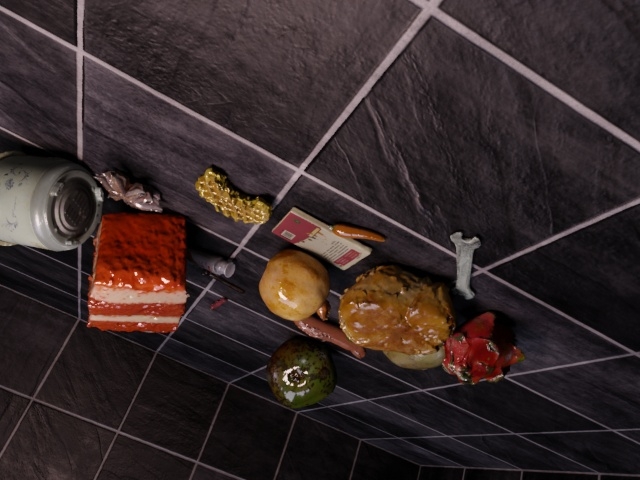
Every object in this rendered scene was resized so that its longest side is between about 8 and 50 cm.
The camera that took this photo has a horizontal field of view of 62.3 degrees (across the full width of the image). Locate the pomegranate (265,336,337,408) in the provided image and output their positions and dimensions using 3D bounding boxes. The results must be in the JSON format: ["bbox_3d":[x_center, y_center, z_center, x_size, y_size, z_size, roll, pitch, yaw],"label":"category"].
[{"bbox_3d":[-0.067,0.522,2.138,0.284,0.285,0.340,14,178,11],"label":"pomegranate"}]

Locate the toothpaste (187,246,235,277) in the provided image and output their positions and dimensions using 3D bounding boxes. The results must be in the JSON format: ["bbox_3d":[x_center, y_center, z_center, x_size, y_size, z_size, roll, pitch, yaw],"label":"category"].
[{"bbox_3d":[-0.382,0.060,1.710,0.234,0.057,0.089,18,151,27],"label":"toothpaste"}]

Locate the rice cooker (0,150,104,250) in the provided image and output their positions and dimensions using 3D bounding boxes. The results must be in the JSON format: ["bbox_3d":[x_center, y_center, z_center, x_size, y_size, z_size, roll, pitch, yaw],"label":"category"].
[{"bbox_3d":[-0.781,-0.106,1.456,0.316,0.265,0.316,7,-175,-1],"label":"rice cooker"}]

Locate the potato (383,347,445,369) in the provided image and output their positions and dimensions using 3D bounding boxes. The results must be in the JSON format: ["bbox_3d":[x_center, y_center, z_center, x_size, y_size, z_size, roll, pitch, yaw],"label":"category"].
[{"bbox_3d":[0.288,0.311,1.601,0.251,0.159,0.174,-30,98,42],"label":"potato"}]

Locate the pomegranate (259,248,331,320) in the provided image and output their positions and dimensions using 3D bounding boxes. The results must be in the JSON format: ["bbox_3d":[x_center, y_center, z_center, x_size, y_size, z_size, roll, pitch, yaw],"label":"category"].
[{"bbox_3d":[-0.068,0.118,1.454,0.207,0.207,0.207,16,152,9],"label":"pomegranate"}]

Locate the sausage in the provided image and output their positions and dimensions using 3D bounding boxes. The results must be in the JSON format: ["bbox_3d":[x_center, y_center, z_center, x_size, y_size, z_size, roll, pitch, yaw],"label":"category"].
[{"bbox_3d":[0.038,0.331,1.878,0.304,0.078,0.078,27,151,-11],"label":"sausage"}]

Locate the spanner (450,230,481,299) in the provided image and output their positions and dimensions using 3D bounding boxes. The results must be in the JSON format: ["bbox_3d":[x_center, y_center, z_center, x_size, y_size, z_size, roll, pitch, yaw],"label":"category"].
[{"bbox_3d":[0.343,0.065,1.269,0.071,0.018,0.302,11,150,18],"label":"spanner"}]

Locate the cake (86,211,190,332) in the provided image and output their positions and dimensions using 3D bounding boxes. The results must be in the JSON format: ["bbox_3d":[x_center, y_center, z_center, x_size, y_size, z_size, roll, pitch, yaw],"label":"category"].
[{"bbox_3d":[-0.526,0.089,1.543,0.269,0.270,0.320,5,146,-21],"label":"cake"}]

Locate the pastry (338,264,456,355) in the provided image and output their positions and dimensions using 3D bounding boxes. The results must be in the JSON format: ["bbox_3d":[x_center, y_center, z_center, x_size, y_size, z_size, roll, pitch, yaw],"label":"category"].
[{"bbox_3d":[0.202,0.180,1.407,0.310,0.162,0.255,14,129,-3],"label":"pastry"}]

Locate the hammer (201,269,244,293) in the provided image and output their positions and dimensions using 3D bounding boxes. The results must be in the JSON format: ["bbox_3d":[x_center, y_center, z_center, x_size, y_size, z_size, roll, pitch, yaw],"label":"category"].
[{"bbox_3d":[-0.334,0.147,1.857,0.178,0.021,0.065,36,148,-27],"label":"hammer"}]

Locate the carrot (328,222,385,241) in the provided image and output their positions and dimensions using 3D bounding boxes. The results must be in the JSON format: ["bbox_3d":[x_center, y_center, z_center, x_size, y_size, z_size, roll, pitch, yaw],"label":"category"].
[{"bbox_3d":[0.088,-0.018,1.277,0.142,0.035,0.035,11,151,8],"label":"carrot"}]

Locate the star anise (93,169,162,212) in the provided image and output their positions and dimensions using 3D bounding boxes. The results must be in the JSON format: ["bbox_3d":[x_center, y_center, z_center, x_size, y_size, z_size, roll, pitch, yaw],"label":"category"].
[{"bbox_3d":[-0.522,-0.139,1.430,0.182,0.065,0.195,18,163,9],"label":"star anise"}]

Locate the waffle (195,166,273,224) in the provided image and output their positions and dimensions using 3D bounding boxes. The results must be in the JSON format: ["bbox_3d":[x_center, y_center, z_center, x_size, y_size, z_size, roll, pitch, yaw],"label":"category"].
[{"bbox_3d":[-0.211,-0.105,1.299,0.194,0.051,0.149,38,147,-20],"label":"waffle"}]

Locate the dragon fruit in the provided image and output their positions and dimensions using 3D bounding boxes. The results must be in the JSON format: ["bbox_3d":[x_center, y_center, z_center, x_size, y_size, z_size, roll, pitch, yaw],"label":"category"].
[{"bbox_3d":[0.448,0.314,1.446,0.198,0.200,0.269,4,151,49],"label":"dragon fruit"}]

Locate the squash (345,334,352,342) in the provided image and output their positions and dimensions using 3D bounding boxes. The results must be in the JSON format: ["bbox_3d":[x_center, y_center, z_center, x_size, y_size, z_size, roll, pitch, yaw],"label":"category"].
[{"bbox_3d":[0.144,0.292,1.752,0.066,0.066,0.252,27,150,-12],"label":"squash"}]

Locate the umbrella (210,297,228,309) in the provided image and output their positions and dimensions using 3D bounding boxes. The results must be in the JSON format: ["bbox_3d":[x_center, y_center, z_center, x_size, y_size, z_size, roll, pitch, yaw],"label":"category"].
[{"bbox_3d":[-0.403,0.249,2.079,0.027,0.025,0.165,47,144,-9],"label":"umbrella"}]

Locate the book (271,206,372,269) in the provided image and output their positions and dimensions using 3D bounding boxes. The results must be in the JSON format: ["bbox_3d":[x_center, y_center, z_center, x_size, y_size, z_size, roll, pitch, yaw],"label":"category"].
[{"bbox_3d":[0.000,0.000,1.374,0.231,0.022,0.162,27,154,-13],"label":"book"}]
